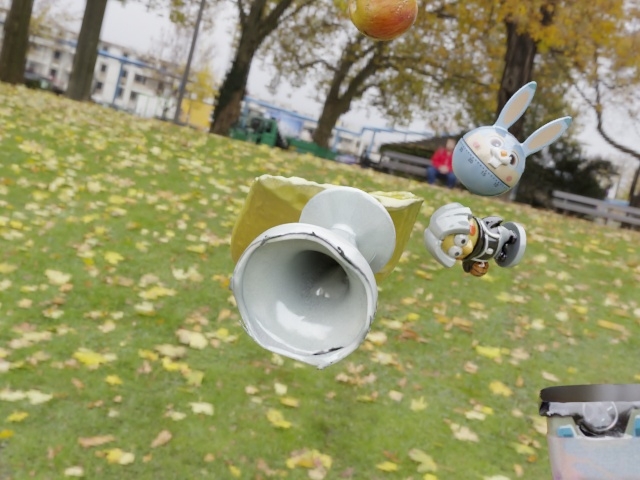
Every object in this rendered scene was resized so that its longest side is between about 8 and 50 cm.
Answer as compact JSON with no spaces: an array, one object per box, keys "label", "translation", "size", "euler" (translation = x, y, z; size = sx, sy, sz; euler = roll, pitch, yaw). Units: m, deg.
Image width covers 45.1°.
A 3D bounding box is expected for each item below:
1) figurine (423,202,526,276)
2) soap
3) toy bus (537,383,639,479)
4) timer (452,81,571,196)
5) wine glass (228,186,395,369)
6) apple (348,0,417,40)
[{"label":"figurine","translation":[0.362,0.004,1.876],"size":[0.236,0.176,0.133],"euler":[11,26,-23]},{"label":"soap","translation":[0.000,-0.003,1.357],"size":[0.306,0.115,0.427],"euler":[5,-29,-12]},{"label":"toy bus","translation":[0.498,0.282,1.041],"size":[0.386,0.162,0.171],"euler":[-5,-4,16]},{"label":"timer","translation":[0.400,-0.200,1.686],"size":[0.175,0.175,0.255],"euler":[12,-37,-33]},{"label":"wine glass","translation":[0.007,0.031,0.892],"size":[0.165,0.165,0.196],"euler":[14,26,15]},{"label":"apple","translation":[0.114,-0.450,1.459],"size":[0.146,0.146,0.146],"euler":[14,3,-1]}]
